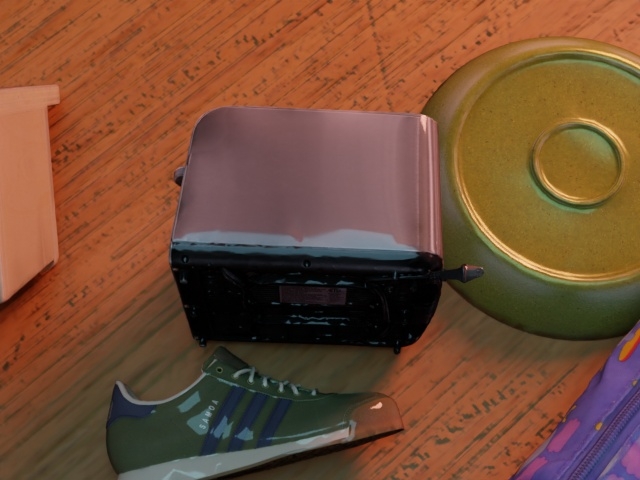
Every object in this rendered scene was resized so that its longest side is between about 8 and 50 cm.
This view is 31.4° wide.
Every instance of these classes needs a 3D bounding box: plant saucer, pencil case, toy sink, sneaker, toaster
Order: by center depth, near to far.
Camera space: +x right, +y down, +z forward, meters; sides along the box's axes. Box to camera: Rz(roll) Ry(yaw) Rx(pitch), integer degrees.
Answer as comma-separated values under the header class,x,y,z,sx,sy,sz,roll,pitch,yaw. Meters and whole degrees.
class,x,y,z,sx,sy,sz,roll,pitch,yaw
pencil case,0.214,0.115,0.708,0.119,0.133,0.306,34,71,34
toaster,0.000,0.000,0.727,0.186,0.168,0.110,2,69,1
sneaker,-0.048,0.107,0.741,0.192,0.064,0.086,-14,75,-2
toy sink,-0.259,-0.031,0.743,0.153,0.234,0.131,-3,99,-3
plant saucer,0.182,-0.049,0.818,0.241,0.037,0.241,0,69,-1
